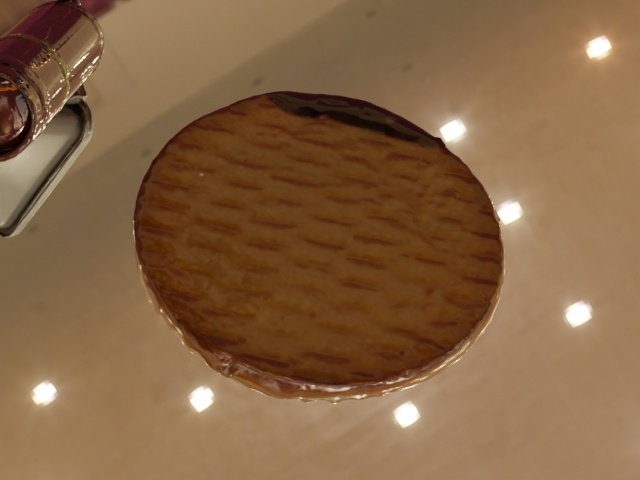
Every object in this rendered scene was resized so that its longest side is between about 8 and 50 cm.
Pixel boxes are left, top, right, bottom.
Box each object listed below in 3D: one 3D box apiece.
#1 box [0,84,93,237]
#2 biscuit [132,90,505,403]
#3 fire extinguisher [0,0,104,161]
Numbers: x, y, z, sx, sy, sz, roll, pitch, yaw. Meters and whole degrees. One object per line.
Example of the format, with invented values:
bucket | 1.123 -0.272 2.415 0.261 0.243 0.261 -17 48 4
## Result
box | -0.405 -0.124 2.099 0.243 0.135 0.163 -47 -121 33
biscuit | 0.000 0.000 1.446 0.318 0.040 0.318 5 -128 -6
fire extinguisher | -0.299 -0.195 1.795 0.105 0.141 0.341 1 -157 7
